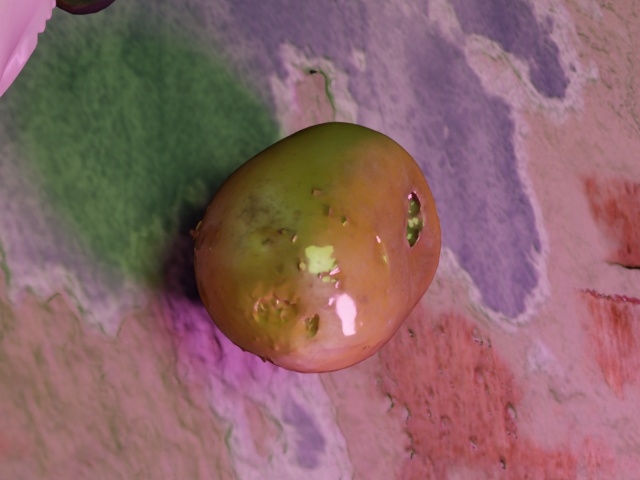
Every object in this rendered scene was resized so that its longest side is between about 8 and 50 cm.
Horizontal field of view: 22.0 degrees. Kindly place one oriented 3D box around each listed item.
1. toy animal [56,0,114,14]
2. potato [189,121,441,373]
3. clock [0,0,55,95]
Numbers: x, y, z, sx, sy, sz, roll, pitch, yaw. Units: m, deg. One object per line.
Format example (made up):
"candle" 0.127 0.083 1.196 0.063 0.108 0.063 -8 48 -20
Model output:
"toy animal" -0.228 -0.268 0.958 0.168 0.106 0.343 8 44 -44
"potato" 0.000 0.000 1.136 0.234 0.146 0.150 -38 146 -62
"clock" -0.290 -0.116 0.696 0.376 0.368 0.250 -49 146 -37
